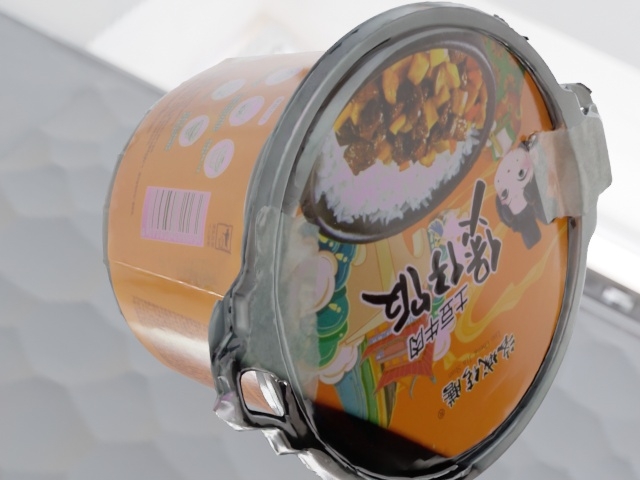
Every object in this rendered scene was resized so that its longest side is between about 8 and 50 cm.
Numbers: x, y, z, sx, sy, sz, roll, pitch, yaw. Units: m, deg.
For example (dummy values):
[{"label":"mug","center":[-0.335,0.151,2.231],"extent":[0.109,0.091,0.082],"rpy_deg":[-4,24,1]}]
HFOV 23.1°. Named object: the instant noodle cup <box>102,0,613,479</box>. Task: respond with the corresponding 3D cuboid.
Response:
[{"label":"instant noodle cup","center":[0.000,0.000,0.588],"extent":[0.208,0.125,0.177],"rpy_deg":[-12,-76,-44]}]
